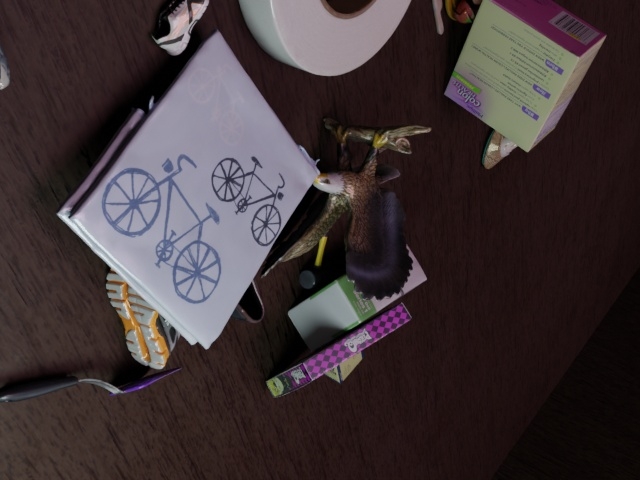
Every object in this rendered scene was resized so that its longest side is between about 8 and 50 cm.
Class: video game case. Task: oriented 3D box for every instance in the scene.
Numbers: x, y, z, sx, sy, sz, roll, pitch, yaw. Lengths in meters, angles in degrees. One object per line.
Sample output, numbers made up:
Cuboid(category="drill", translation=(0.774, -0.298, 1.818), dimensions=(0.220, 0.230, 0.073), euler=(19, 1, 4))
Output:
Cuboid(category="video game case", translation=(0.030, 0.205, 1.628), dimensions=(0.232, 0.042, 0.210), euler=(-28, 175, -27))

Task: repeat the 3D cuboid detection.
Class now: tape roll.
Cuboid(category="tape roll", translation=(0.030, -0.438, 1.296), dimensions=(0.392, 0.072, 0.392), euler=(-36, 139, -39))

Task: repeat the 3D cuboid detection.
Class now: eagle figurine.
Cuboid(category="eagle figurine", translation=(0.039, -0.053, 1.460), dimensions=(0.225, 0.226, 0.298), euler=(14, 83, -22))

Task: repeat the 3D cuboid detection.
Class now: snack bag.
Cuboid(category="snack bag", translation=(-0.158, -0.071, 1.204), dimensions=(0.342, 0.037, 0.323), euler=(-59, 137, -21))

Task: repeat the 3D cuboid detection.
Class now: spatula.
Cuboid(category="spatula", translation=(-0.328, 0.205, 1.245), dimensions=(0.296, 0.084, 0.030), euler=(6, 71, -50))

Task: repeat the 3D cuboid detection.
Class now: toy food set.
Cuboid(category="toy food set", translation=(0.301, -0.476, 1.668), dimensions=(0.218, 0.071, 0.128), euler=(-45, 144, -28))

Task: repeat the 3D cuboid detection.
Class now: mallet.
Cuboid(category="mallet", translation=(0.000, 0.000, 1.602), dimensions=(0.062, 0.039, 0.189), euler=(-21, 125, -54))

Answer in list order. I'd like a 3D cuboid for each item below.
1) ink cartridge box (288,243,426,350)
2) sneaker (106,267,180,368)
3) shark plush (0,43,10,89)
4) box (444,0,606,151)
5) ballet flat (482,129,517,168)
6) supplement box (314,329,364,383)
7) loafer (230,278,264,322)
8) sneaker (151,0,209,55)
Cuboid(category="ink cartridge box", translation=(0.072, 0.102, 1.653), dimensions=(0.219, 0.092, 0.160), euler=(-26, 173, -44))
Cuboid(category="sneaker", translation=(-0.245, 0.085, 1.265), dimensions=(0.083, 0.084, 0.215), euler=(-52, 153, -44))
Cuboid(category="shark plush", translation=(-0.362, -0.232, 0.910), dimensions=(0.067, 0.073, 0.161), euler=(-48, 129, -59))
Cuboid(category="box", translation=(0.388, -0.337, 1.700), dimensions=(0.117, 0.213, 0.243), euler=(-38, 158, -37))
Cuboid(category="ballet flat", translation=(0.434, -0.255, 2.027), dimensions=(0.073, 0.067, 0.206), euler=(-10, 120, -54))
Cuboid(category="supplement box", translation=(0.039, 0.230, 1.798), dimensions=(0.083, 0.056, 0.083), euler=(-45, 144, -28))
Cuboid(category="loafer", translation=(-0.148, 0.014, 1.330), dimensions=(0.109, 0.095, 0.302), euler=(-47, 145, -27))
Cuboid(category="sneaker", translation=(-0.177, -0.292, 1.122), dimensions=(0.044, 0.040, 0.109), euler=(18, 96, -56))
